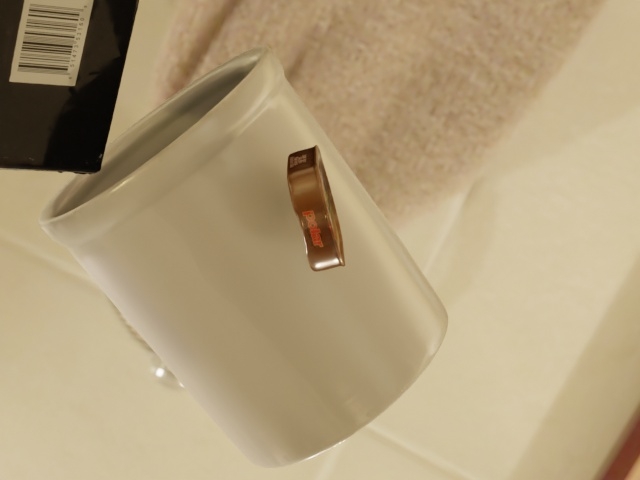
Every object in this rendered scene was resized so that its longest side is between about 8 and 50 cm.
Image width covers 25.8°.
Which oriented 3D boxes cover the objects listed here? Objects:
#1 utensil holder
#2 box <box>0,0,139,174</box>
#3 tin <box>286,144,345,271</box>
[{"bbox_3d":[-0.079,0.022,1.631,0.385,0.327,0.327,52,-162,-16],"label":"utensil holder"},{"bbox_3d":[-0.340,-0.270,1.524,0.182,0.296,0.294,1,-151,-31],"label":"box"},{"bbox_3d":[-0.005,-0.032,1.391,0.040,0.106,0.190,-18,-167,4],"label":"tin"}]
